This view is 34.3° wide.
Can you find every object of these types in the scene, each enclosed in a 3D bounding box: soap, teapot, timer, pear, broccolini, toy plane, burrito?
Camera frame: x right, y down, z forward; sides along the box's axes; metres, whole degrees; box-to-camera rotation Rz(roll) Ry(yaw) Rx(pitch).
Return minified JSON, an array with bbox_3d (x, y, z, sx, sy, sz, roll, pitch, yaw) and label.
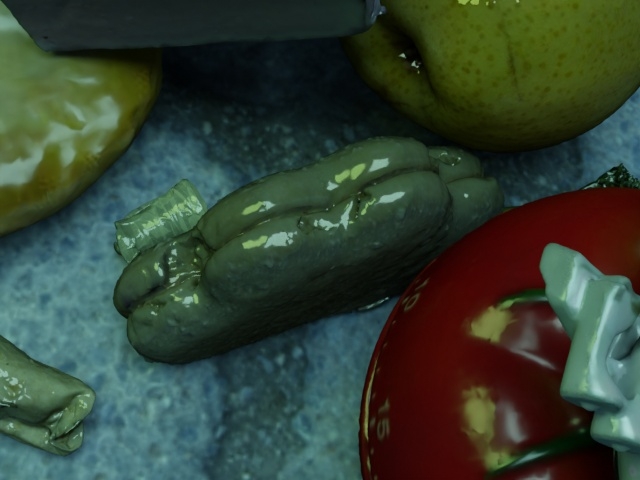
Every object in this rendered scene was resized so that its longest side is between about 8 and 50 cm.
[{"bbox_3d":[-0.081,-0.296,0.800,0.285,0.107,0.296,2,65,20],"label":"soap"},{"bbox_3d":[-0.139,-0.013,0.887,0.083,0.057,0.067,-29,42,-15],"label":"teapot"},{"bbox_3d":[0.217,0.150,0.780,0.378,0.279,0.378,4,71,-12],"label":"timer"},{"bbox_3d":[0.162,-0.227,0.894,0.314,0.314,0.314,3,71,-10],"label":"pear"},{"bbox_3d":[0.201,-0.027,0.972,0.218,0.042,0.044,-15,86,-9],"label":"broccolini"},{"bbox_3d":[0.232,0.068,0.597,0.267,0.123,0.266,7,77,-31],"label":"toy plane"},{"bbox_3d":[-0.279,0.094,0.801,0.226,0.060,0.087,32,72,-16],"label":"burrito"}]

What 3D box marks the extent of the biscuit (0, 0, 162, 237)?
[{"bbox_3d":[-0.340,-0.191,0.879,0.429,0.104,0.446,-16,73,-15],"label":"biscuit"}]

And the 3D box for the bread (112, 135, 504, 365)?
[{"bbox_3d":[-0.002,-0.004,0.837,0.337,0.183,0.102,-20,70,-14],"label":"bread"}]
